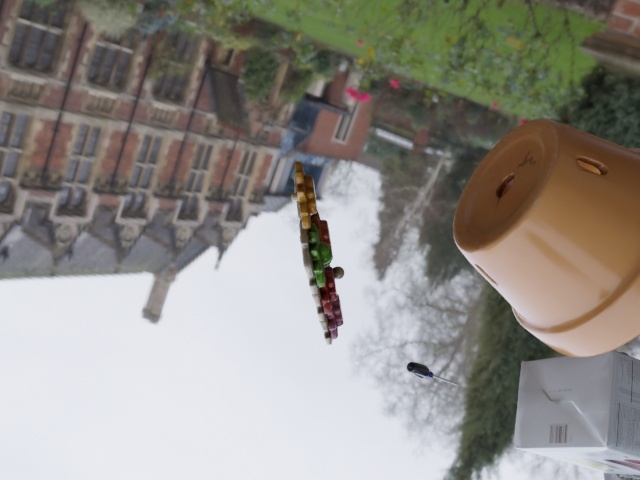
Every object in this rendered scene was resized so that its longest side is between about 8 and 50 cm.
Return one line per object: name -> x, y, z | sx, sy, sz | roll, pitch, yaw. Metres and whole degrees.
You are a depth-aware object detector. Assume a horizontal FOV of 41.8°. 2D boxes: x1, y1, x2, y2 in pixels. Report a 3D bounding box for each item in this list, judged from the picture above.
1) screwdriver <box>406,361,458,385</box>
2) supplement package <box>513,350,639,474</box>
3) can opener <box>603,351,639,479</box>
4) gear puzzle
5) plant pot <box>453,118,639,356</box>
screwdriver -> 0.207, 0.243, 1.498 | 0.025, 0.024, 0.170 | 9, 167, 46
supplement package -> 0.449, 0.275, 1.314 | 0.203, 0.149, 0.194 | 20, 159, -25
can opener -> 0.531, 0.335, 1.504 | 0.074, 0.280, 0.093 | 0, 149, 6
gear puzzle -> 0.000, 0.000, 1.174 | 0.044, 0.175, 0.339 | -9, 147, 3
plant pot -> 0.311, -0.022, 1.092 | 0.203, 0.291, 0.291 | 31, -172, -17
